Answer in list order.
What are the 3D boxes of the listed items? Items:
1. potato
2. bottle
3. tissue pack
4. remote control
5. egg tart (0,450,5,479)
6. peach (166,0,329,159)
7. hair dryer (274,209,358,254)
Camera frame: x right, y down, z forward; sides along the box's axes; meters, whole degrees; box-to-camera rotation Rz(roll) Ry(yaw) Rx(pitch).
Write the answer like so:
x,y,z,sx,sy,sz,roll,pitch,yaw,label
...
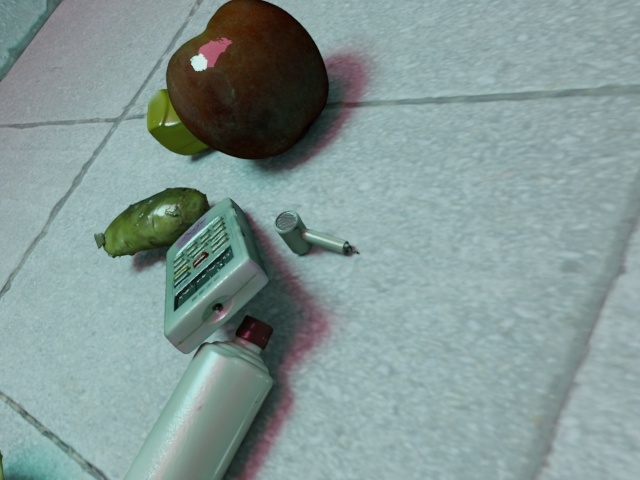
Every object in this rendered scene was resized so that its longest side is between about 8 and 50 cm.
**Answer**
x,y,z,sx,sy,sz,roll,pitch,yaw,label
-0.284,-0.029,1.210,0.225,0.090,0.117,-17,19,26,potato
-0.131,0.204,0.850,0.104,0.104,0.245,11,66,49,bottle
-0.223,-0.238,1.319,0.178,0.127,0.123,-26,49,28,tissue pack
-0.154,0.032,0.990,0.145,0.050,0.344,-43,20,2,remote control
-0.560,0.426,0.972,0.387,0.169,0.388,-23,61,48,egg tart
-0.110,-0.251,1.132,0.252,0.252,0.252,-26,42,27,peach
0.000,0.000,0.953,0.124,0.063,0.038,17,68,29,hair dryer
